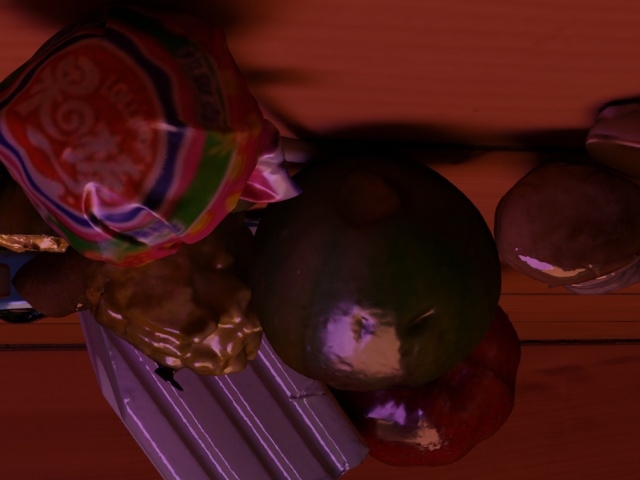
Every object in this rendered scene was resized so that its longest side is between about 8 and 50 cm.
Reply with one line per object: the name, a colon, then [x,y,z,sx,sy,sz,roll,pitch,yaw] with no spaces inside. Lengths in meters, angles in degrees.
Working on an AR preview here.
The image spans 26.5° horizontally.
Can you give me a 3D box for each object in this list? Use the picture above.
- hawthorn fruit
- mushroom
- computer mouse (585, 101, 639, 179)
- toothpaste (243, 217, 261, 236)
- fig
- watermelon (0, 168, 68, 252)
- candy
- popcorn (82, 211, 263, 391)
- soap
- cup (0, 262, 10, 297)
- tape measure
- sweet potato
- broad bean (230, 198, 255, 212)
hawthorn fruit: [0.131,0.151,1.629,0.254,0.254,0.300,0,172,-9]
mushroom: [0.214,-0.003,1.053,0.123,0.095,0.351,3,179,21]
computer mouse: [0.291,-0.061,0.849,0.245,0.056,0.126,-4,172,11]
toothpaste: [0.000,0.000,1.288,0.062,0.037,0.216,-9,165,42]
fig: [0.035,0.015,0.949,0.181,0.181,0.191,-1,153,-1]
watermelon: [-0.218,-0.022,0.991,0.105,0.062,0.105,6,176,0]
candy: [-0.056,-0.054,0.751,0.124,0.124,0.365,-3,180,14]
popcorn: [-0.102,0.036,1.047,0.142,0.173,0.173,-37,175,-6]
soap: [-0.127,0.163,1.544,0.208,0.347,0.115,-37,-170,-14]
cup: [-0.345,0.034,1.018,0.226,0.182,0.264,-1,179,7]
tape measure: [-0.303,0.044,1.381,0.146,0.081,0.125,-7,173,34]
sweet potato: [-0.186,0.016,1.222,0.244,0.077,0.077,-21,161,39]
broad bean: [-0.068,-0.041,0.961,0.063,0.045,0.083,0,180,1]
